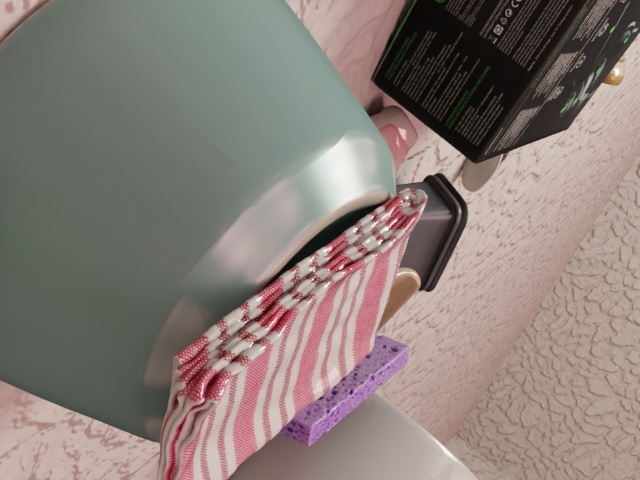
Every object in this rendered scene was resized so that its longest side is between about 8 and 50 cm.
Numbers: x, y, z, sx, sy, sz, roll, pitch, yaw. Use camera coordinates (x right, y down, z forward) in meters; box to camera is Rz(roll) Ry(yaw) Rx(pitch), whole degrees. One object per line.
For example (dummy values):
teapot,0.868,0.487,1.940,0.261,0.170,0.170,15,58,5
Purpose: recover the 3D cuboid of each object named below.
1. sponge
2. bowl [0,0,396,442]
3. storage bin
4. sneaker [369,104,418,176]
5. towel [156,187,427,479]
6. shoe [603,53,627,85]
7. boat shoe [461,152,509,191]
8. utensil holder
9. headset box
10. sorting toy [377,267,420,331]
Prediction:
sponge,0.002,0.156,0.954,0.210,0.117,0.031,-27,131,-49
bowl,-0.067,0.000,0.506,0.311,0.163,0.312,-44,157,-25
storage bin,0.092,-0.011,0.941,0.091,0.098,0.135,-2,133,-29
sneaker,0.066,-0.080,0.811,0.070,0.051,0.134,-40,152,-18
towel,-0.012,0.066,0.456,0.197,0.029,0.144,-36,153,-38
shoe,0.314,-0.243,0.969,0.219,0.076,0.058,-85,-174,-59
boat shoe,0.235,-0.123,1.114,0.038,0.046,0.125,-2,117,-58
utensil holder,-0.008,0.409,1.063,0.385,0.327,0.328,-50,159,-17
headset box,0.220,-0.223,0.768,0.283,0.131,0.246,-22,150,-52
sorting toy,-0.022,0.096,0.828,0.208,0.038,0.193,-11,151,-36
